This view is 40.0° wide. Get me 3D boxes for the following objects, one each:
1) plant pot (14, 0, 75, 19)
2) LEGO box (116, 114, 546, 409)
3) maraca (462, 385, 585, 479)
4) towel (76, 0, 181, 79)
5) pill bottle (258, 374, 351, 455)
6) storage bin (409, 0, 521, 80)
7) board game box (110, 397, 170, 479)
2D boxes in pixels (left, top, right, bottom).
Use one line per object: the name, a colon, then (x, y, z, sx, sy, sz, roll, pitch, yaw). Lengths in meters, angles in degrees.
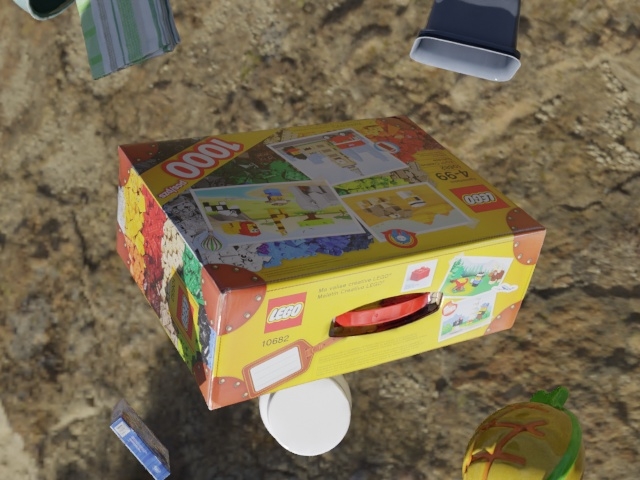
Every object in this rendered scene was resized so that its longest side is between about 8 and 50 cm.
plant pot: (-0.224, -0.346, 0.660, 0.293, 0.196, 0.293, -55, 10, 14)
LEGO box: (0.000, 0.000, 1.282, 0.372, 0.501, 0.193, 48, 138, 43)
maraca: (0.190, 0.198, 0.823, 0.127, 0.185, 0.099, -36, 97, 22)
towel: (-0.207, -0.239, 0.929, 0.152, 0.023, 0.113, -7, 94, 46)
pill bottle: (-0.030, 0.277, 1.570, 0.283, 0.161, 0.161, -163, 85, -85)
storage bin: (0.192, -0.270, 1.129, 0.135, 0.098, 0.091, 14, 80, 0)
board game box: (-0.217, 0.239, 1.061, 0.020, 0.090, 0.090, -39, 11, -7)
